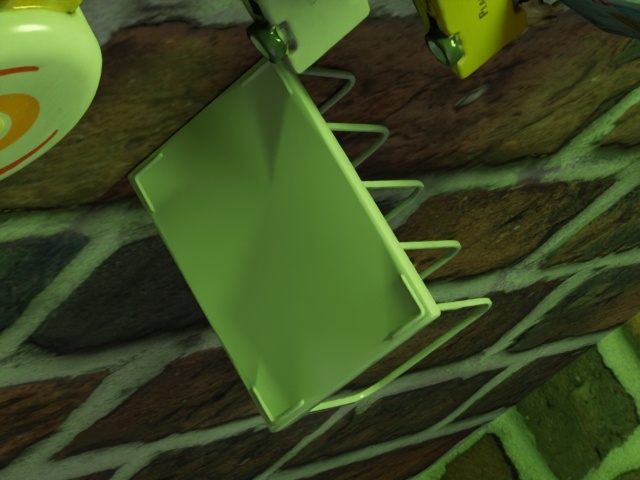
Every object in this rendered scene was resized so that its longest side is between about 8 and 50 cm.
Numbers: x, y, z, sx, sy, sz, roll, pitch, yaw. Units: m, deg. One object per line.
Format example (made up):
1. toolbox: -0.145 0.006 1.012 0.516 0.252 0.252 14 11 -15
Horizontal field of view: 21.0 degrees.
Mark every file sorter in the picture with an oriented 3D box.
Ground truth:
1. file sorter: 0.000 0.000 1.579 0.193 0.278 0.173 -38 162 26

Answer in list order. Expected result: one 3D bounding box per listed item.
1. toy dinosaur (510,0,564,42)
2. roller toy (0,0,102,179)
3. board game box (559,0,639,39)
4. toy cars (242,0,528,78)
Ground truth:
1. toy dinosaur: 0.202 -0.227 1.641 0.092 0.053 0.183 -28 162 -1
2. roller toy: -0.242 -0.116 1.096 0.209 0.146 0.191 -27 163 -11
3. board game box: 0.375 -0.201 1.508 0.318 0.318 0.066 1 103 -71
4. toy cars: 0.036 -0.221 1.345 0.393 0.087 0.176 -4 129 -48
